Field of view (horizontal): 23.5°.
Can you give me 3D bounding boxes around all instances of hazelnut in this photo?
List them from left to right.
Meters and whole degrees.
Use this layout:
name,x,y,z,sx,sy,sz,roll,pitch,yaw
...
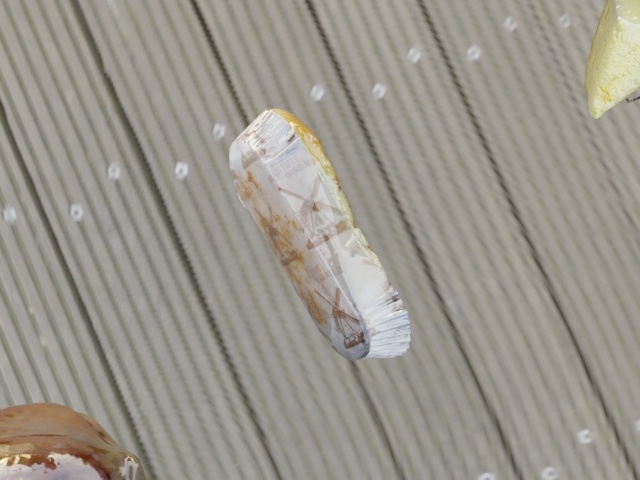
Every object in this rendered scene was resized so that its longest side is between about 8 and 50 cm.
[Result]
name,x,y,z,sx,sy,sz,roll,pitch,yaw
hazelnut,-0.216,0.237,1.172,0.230,0.229,0.229,2,79,-8

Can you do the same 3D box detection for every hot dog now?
name,x,y,z,sx,sy,sz,roll,pitch,yaw
hot dog,0.000,0.000,1.391,0.069,0.131,0.252,-29,88,-24

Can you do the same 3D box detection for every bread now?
name,x,y,z,sx,sy,sz,roll,pitch,yaw
bread,0.262,-0.145,1.249,0.080,0.109,0.084,11,34,1
